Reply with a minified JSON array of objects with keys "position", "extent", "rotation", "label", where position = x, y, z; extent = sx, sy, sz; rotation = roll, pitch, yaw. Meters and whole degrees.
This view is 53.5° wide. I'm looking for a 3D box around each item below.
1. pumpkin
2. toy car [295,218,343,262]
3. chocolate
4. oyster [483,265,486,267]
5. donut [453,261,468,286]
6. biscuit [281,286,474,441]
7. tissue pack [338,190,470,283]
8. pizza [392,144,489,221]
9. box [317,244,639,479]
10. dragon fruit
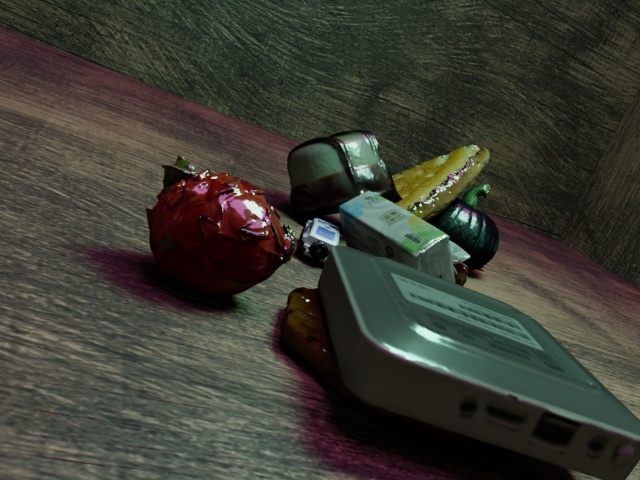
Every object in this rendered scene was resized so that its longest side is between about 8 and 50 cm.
[{"position":[0.388,-0.052,1.750],"extent":[0.248,0.248,0.248],"rotation":[22,13,-6],"label":"pumpkin"},{"position":[0.000,0.000,1.268],"extent":[0.080,0.070,0.170],"rotation":[23,13,-4],"label":"toy car"},{"position":[0.045,-0.171,1.552],"extent":[0.284,0.186,0.283],"rotation":[-7,11,1],"label":"chocolate"},{"position":[0.461,0.067,1.898],"extent":[0.054,0.019,0.083],"rotation":[18,16,-17],"label":"oyster"},{"position":[0.228,0.049,1.428],"extent":[0.235,0.089,0.235],"rotation":[24,14,-6],"label":"donut"},{"position":[0.105,0.159,0.882],"extent":[0.359,0.046,0.359],"rotation":[23,14,-6],"label":"biscuit"},{"position":[0.167,0.007,1.247],"extent":[0.145,0.159,0.229],"rotation":[-33,41,-21],"label":"tissue pack"},{"position":[0.222,-0.098,1.660],"extent":[0.080,0.435,0.392],"rotation":[60,28,-16],"label":"pizza"},{"position":[0.187,0.135,0.830],"extent":[0.367,0.090,0.373],"rotation":[19,13,-12],"label":"box"},{"position":[-0.143,-0.011,0.868],"extent":[0.209,0.172,0.172],"rotation":[33,14,3],"label":"dragon fruit"}]
